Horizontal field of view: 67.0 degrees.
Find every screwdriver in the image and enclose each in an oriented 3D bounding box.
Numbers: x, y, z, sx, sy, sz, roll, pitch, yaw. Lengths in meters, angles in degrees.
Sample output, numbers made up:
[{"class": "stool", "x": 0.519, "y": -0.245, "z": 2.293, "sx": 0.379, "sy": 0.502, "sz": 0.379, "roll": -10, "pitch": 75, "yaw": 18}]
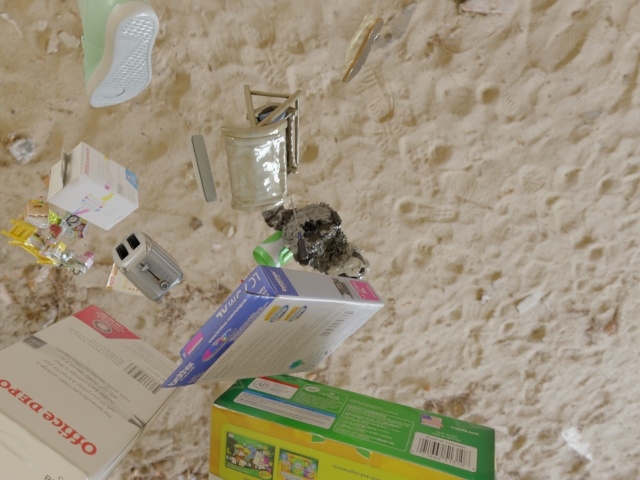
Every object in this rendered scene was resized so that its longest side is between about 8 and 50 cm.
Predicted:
[{"class": "screwdriver", "x": -0.055, "y": -0.033, "z": 1.240, "sx": 0.025, "sy": 0.170, "sz": 0.024, "roll": 3, "pitch": 158, "yaw": -36}]

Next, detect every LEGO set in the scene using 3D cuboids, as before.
[{"class": "LEGO set", "x": -0.567, "y": -0.035, "z": 1.003, "sx": 0.132, "sy": 0.107, "sz": 0.287, "roll": 14, "pitch": 151, "yaw": -1}]

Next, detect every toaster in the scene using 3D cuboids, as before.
[{"class": "toaster", "x": -0.496, "y": 0.063, "z": 1.374, "sx": 0.129, "sy": 0.227, "sz": 0.146, "roll": -43, "pitch": 124, "yaw": -10}]

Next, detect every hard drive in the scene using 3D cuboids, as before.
[{"class": "hard drive", "x": -0.442, "y": -0.262, "z": 1.802, "sx": 0.047, "sy": 0.353, "sz": 0.233, "roll": -14, "pitch": 100, "yaw": -15}]

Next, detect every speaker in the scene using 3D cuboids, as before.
[{"class": "speaker", "x": -0.114, "y": -0.004, "z": 1.848, "sx": 0.296, "sy": 0.131, "sz": 0.131, "roll": -39, "pitch": 129, "yaw": -24}]

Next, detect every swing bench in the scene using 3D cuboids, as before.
[{"class": "swing bench", "x": -0.150, "y": -0.249, "z": 1.326, "sx": 0.165, "sy": 0.255, "sz": 0.253, "roll": 6, "pitch": 134, "yaw": 4}]

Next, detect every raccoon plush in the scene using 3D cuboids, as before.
[{"class": "raccoon plush", "x": 0.000, "y": 0.000, "z": 1.744, "sx": 0.216, "sy": 0.446, "sz": 0.299, "roll": -41, "pitch": 131, "yaw": 1}]

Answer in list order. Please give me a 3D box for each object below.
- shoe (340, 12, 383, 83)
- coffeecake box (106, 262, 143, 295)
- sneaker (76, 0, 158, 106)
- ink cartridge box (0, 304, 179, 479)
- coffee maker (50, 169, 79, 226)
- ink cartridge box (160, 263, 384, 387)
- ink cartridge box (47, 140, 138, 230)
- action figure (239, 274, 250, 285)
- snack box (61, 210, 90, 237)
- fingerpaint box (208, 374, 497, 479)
[{"class": "shoe", "x": 0.118, "y": -0.596, "z": 1.504, "sx": 0.058, "sy": 0.076, "sz": 0.219, "roll": 38, "pitch": 116, "yaw": 14}, {"class": "coffeecake box", "x": -0.791, "y": 0.156, "z": 2.059, "sx": 0.185, "sy": 0.143, "sz": 0.068, "roll": 11, "pitch": 163, "yaw": 1}, {"class": "sneaker", "x": -0.324, "y": -0.319, "z": 0.731, "sx": 0.094, "sy": 0.151, "sz": 0.256, "roll": -26, "pitch": 176, "yaw": -37}, {"class": "ink cartridge box", "x": -0.347, "y": 0.229, "z": 0.684, "sx": 0.207, "sy": 0.283, "sz": 0.117, "roll": 37, "pitch": 102, "yaw": 0}, {"class": "coffee maker", "x": -0.819, "y": -0.174, "z": 1.622, "sx": 0.171, "sy": 0.178, "sz": 0.120, "roll": -35, "pitch": 169, "yaw": -27}, {"class": "ink cartridge box", "x": -0.058, "y": 0.122, "z": 0.687, "sx": 0.186, "sy": 0.065, "sz": 0.311, "roll": -47, "pitch": 150, "yaw": 21}, {"class": "ink cartridge box", "x": -0.426, "y": -0.103, "z": 0.896, "sx": 0.089, "sy": 0.092, "sz": 0.143, "roll": -32, "pitch": 141, "yaw": 17}, {"class": "action figure", "x": -0.188, "y": 0.118, "z": 1.251, "sx": 0.038, "sy": 0.115, "sz": 0.030, "roll": -27, "pitch": 109, "yaw": -7}, {"class": "snack box", "x": -0.992, "y": -0.065, "z": 1.952, "sx": 0.100, "sy": 0.141, "sz": 0.037, "roll": 3, "pitch": 123, "yaw": -12}, {"class": "fingerpaint box", "x": 0.039, "y": 0.458, "z": 0.820, "sx": 0.444, "sy": 0.163, "sz": 0.372, "roll": 9, "pitch": 103, "yaw": 18}]
